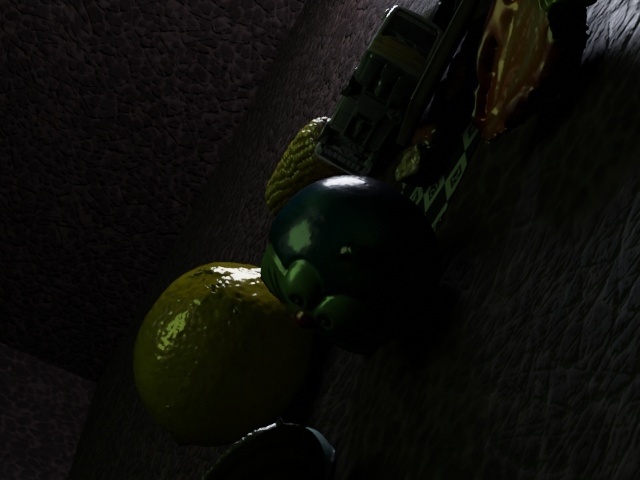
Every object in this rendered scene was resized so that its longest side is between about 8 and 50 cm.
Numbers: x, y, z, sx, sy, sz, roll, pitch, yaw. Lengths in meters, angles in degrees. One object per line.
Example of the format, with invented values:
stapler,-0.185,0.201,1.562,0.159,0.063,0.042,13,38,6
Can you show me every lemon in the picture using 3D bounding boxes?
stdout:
lemon,-0.135,0.157,1.792,0.267,0.267,0.267,-60,13,23

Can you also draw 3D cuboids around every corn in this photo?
corn,-0.022,-0.122,2.215,0.305,0.106,0.106,133,158,-63

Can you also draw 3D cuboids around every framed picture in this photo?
framed picture,0.163,-0.241,1.670,0.211,0.020,0.289,-62,-3,-5

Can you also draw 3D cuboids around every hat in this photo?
hat,-0.041,0.324,1.341,0.110,0.252,0.252,25,89,37

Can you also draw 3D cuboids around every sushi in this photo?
sushi,0.140,-0.129,1.654,0.290,0.050,0.264,-65,12,2

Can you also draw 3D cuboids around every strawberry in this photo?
strawberry,0.228,-0.197,1.329,0.140,0.085,0.192,-7,78,59

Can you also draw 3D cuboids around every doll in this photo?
doll,0.034,0.026,1.462,0.186,0.198,0.322,-53,2,-4

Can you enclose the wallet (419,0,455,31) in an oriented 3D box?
wallet,0.119,-0.279,2.062,0.170,0.044,0.321,-66,12,-17

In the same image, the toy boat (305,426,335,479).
toy boat,-0.055,0.319,1.523,0.134,0.079,0.207,-154,87,-82

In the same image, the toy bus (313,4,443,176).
toy bus,0.081,-0.206,1.866,0.138,0.097,0.342,-60,0,-27
